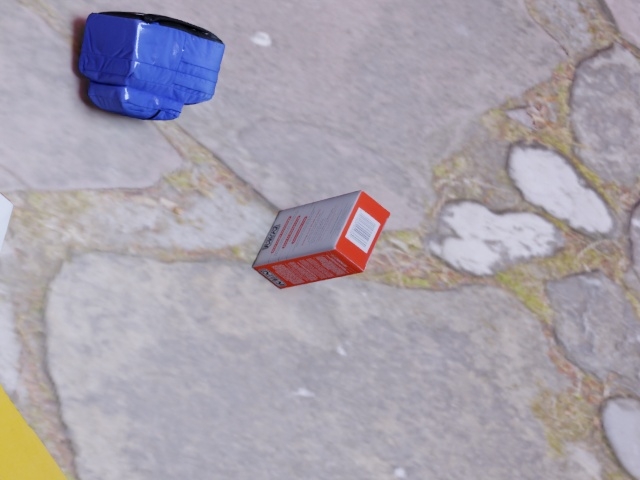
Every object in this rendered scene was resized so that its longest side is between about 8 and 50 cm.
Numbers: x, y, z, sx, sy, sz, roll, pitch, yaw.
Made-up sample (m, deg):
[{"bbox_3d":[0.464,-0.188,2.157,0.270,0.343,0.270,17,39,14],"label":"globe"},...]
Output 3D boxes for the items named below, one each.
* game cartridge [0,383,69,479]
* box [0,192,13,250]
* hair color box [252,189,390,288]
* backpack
[{"bbox_3d":[-0.303,0.313,1.655,0.285,0.052,0.324,-49,125,-31],"label":"game cartridge"},{"bbox_3d":[-0.440,-0.009,1.441,0.215,0.345,0.168,51,50,-61],"label":"box"},{"bbox_3d":[0.000,0.000,1.914,0.043,0.141,0.072,38,63,-26],"label":"hair color box"},{"bbox_3d":[-0.158,-0.164,1.859,0.120,0.098,0.101,5,101,-44],"label":"backpack"}]
